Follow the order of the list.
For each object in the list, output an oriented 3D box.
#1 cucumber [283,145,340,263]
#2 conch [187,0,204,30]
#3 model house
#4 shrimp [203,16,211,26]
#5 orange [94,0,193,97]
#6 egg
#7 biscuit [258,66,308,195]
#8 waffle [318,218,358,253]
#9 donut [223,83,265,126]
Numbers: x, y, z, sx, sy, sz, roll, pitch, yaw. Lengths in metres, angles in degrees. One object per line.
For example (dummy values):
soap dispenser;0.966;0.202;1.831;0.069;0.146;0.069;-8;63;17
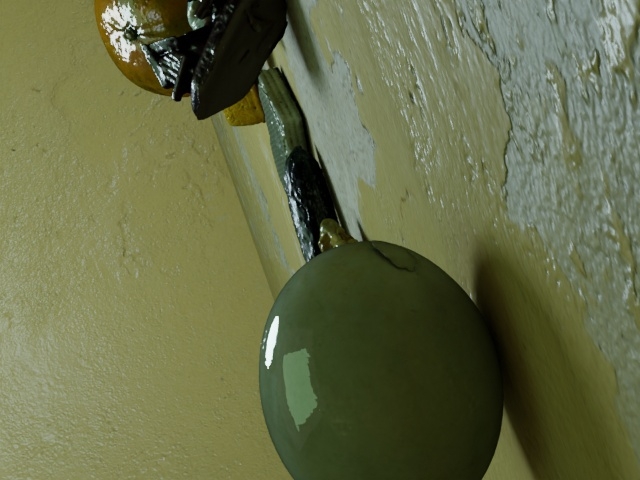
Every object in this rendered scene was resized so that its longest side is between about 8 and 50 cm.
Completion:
cucumber;0.000;0.001;1.711;0.067;0.067;0.245;-174;66;-83
conch;-0.131;-0.273;1.888;0.135;0.102;0.153;-67;-12;-59
model house;-0.132;-0.257;1.573;0.164;0.203;0.141;38;-166;25
shrimp;-0.124;-0.364;1.755;0.178;0.075;0.289;83;180;-50
orange;-0.227;-0.324;2.017;0.171;0.240;0.240;-45;-53;-47
egg;0.047;0.117;1.062;0.186;0.186;0.253;-119;16;-58
biscuit;-0.041;-0.122;1.826;0.199;0.040;0.121;79;168;-46
waffle;0.056;0.104;1.560;0.238;0.058;0.243;-118;12;-52
donut;-0.142;-0.262;2.170;0.162;0.065;0.178;-154;44;-82
